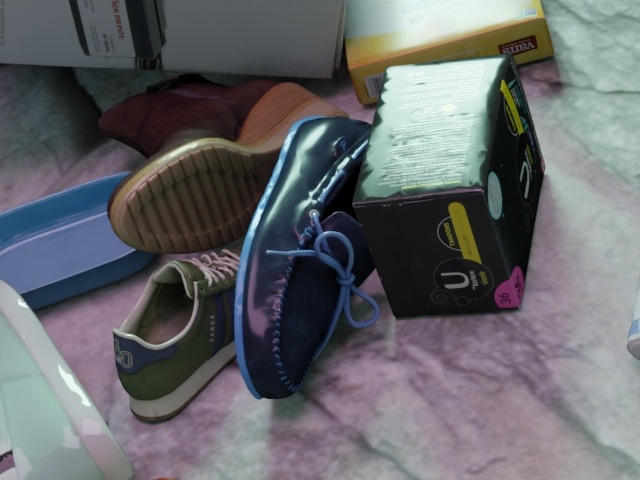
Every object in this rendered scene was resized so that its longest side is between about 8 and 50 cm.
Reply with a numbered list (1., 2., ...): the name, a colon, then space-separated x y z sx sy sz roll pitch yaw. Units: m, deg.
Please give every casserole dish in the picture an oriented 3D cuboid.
1. casserole dish: -0.211 0.007 1.595 0.188 0.037 0.114 -19 39 1

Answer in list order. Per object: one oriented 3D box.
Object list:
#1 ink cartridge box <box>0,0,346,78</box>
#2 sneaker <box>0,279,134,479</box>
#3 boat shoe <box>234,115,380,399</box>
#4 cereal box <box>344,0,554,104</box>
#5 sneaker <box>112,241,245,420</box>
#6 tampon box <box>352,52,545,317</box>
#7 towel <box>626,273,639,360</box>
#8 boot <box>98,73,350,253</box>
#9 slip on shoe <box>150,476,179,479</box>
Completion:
1. ink cartridge box: -0.179 -0.292 1.697 0.395 0.166 0.285 2 40 -7
2. sneaker: -0.254 0.129 1.433 0.151 0.094 0.256 -33 40 -9
3. boat shoe: 0.000 0.000 1.437 0.089 0.109 0.258 -1 55 19
4. cereal box: 0.102 -0.225 1.710 0.173 0.047 0.240 -15 40 7
5. sneaker: -0.087 0.043 1.461 0.064 0.086 0.192 17 52 37
6. tampon box: 0.099 -0.042 1.448 0.101 0.120 0.161 -5 42 20
7. towel: 0.341 -0.016 1.384 0.209 0.034 0.285 -3 41 24
8. boot: -0.119 -0.068 1.584 0.248 0.090 0.207 -27 29 -36
9. slip on shoe: -0.205 0.251 1.269 0.331 0.101 0.123 -25 42 -3
